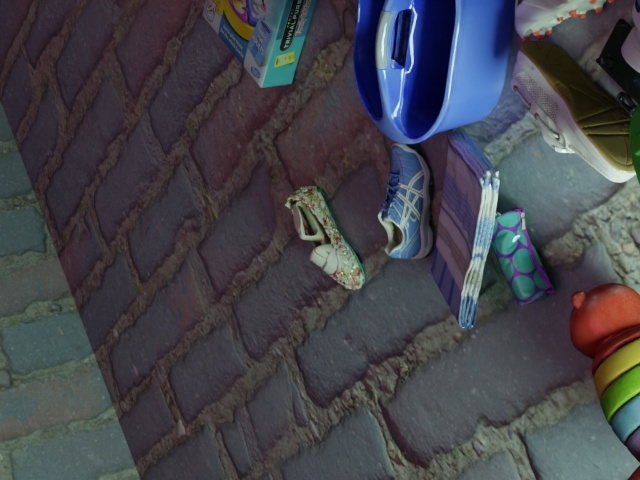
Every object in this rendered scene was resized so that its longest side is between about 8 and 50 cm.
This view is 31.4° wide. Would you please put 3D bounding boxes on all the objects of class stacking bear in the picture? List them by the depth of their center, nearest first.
[{"bbox_3d":[0.443,0.188,1.565,0.289,0.175,0.164,64,148,31],"label":"stacking bear"}]

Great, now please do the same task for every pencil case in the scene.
[{"bbox_3d":[0.312,0.024,1.774,0.070,0.065,0.151,-31,76,44],"label":"pencil case"}]

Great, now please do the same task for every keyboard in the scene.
[{"bbox_3d":[0.442,-0.206,1.535,0.180,0.023,0.108,55,146,30],"label":"keyboard"}]

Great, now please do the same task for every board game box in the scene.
[{"bbox_3d":[-0.108,-0.508,2.201,0.253,0.079,0.336,52,140,32],"label":"board game box"}]

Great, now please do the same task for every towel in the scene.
[{"bbox_3d":[0.227,-0.024,1.848,0.209,0.034,0.285,-112,24,-59],"label":"towel"}]

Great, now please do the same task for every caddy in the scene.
[{"bbox_3d":[0.158,-0.322,1.778,0.241,0.179,0.341,34,128,45],"label":"caddy"}]

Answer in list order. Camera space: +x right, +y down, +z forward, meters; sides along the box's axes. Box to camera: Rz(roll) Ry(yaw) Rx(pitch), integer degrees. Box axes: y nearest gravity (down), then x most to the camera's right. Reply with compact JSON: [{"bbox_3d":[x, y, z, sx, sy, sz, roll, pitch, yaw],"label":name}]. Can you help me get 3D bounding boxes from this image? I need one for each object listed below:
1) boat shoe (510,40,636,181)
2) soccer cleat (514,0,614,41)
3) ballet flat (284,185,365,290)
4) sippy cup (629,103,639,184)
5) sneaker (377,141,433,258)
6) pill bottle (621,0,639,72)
[{"bbox_3d":[0.360,-0.167,1.614,0.277,0.098,0.096,62,146,37],"label":"boat shoe"},{"bbox_3d":[0.338,-0.343,1.606,0.196,0.068,0.076,-18,83,60],"label":"soccer cleat"},{"bbox_3d":[0.000,0.000,2.222,0.241,0.077,0.091,61,143,22],"label":"ballet flat"},{"bbox_3d":[0.515,-0.113,1.300,0.305,0.240,0.224,41,137,-16],"label":"sippy cup"},{"bbox_3d":[0.145,-0.067,1.977,0.080,0.081,0.211,2,101,58],"label":"sneaker"},{"bbox_3d":[0.453,-0.294,1.408,0.112,0.112,0.186,55,141,30],"label":"pill bottle"}]
